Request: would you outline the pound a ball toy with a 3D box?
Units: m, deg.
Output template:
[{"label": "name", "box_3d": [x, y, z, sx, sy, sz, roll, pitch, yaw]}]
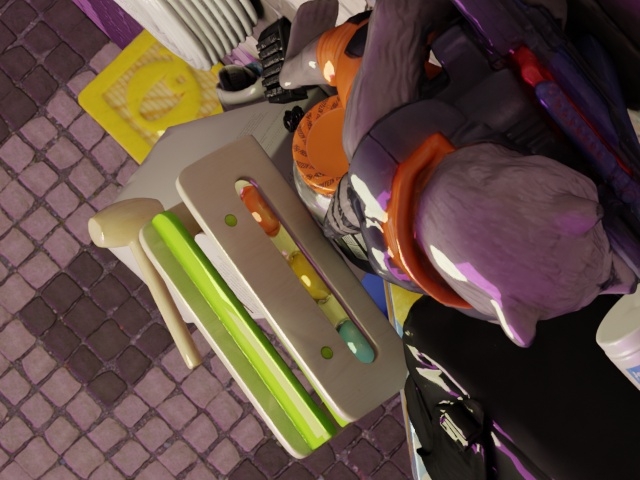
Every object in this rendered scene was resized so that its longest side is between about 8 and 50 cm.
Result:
[{"label": "pound a ball toy", "box_3d": [-0.061, 0.044, 1.326, 0.319, 0.136, 0.208, 54, 145, 7]}]

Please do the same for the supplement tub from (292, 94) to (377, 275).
[{"label": "supplement tub", "box_3d": [0.046, -0.050, 1.244, 0.117, 0.117, 0.190, 43, 176, 27]}]

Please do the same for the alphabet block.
[{"label": "alphabet block", "box_3d": [-0.213, -0.188, 2.069, 0.193, 0.192, 0.197, 42, 177, 12]}]

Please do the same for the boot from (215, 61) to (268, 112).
[{"label": "boot", "box_3d": [-0.080, -0.167, 1.699, 0.123, 0.095, 0.258, 53, 166, -20]}]

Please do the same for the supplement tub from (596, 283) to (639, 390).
[{"label": "supplement tub", "box_3d": [0.237, 0.080, 0.893, 0.107, 0.071, 0.071, 44, 177, -8]}]

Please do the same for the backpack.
[{"label": "backpack", "box_3d": [0.196, 0.160, 1.127, 0.290, 0.273, 0.355, 42, 154, 14]}]

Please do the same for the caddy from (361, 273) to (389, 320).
[{"label": "caddy", "box_3d": [0.000, 0.000, 1.845, 0.341, 0.179, 0.241, 44, 176, 16]}]

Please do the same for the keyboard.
[{"label": "keyboard", "box_3d": [-0.040, -0.158, 1.375, 0.180, 0.023, 0.108, -152, 46, -81]}]

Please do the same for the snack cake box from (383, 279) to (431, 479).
[{"label": "snack cake box", "box_3d": [0.132, 0.144, 1.598, 0.152, 0.089, 0.264, 98, 164, -85]}]

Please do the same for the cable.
[{"label": "cable", "box_3d": [-0.173, -0.277, 1.362, 0.257, 0.089, 0.257, 46, 176, -13]}]

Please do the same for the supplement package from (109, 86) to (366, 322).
[{"label": "supplement package", "box_3d": [-0.080, -0.030, 1.559, 0.293, 0.177, 0.175, -7, 134, 50]}]

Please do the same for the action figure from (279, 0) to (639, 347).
[{"label": "action figure", "box_3d": [0.097, -0.008, 0.727, 0.341, 0.178, 0.330, 48, -174, -10]}]
